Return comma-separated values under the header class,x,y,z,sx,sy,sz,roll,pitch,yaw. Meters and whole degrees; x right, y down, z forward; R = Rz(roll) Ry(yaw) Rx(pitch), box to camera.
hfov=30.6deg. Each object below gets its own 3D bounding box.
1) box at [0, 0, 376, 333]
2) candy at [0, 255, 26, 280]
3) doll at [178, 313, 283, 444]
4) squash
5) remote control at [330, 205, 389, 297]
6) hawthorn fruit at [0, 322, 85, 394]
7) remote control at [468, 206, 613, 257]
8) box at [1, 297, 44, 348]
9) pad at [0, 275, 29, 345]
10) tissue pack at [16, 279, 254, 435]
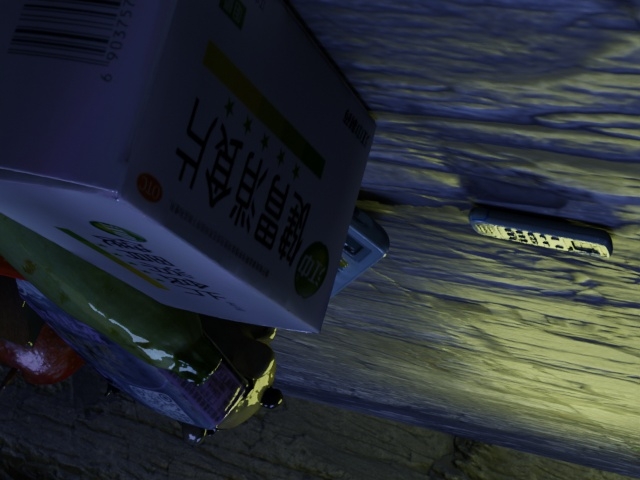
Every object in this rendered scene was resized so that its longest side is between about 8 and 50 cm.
class,x,y,z,sx,sy,sz,roll,pitch,yaw
box,-0.090,-0.064,0.757,0.145,0.173,0.333,11,167,23
candy,-0.254,-0.018,1.229,0.276,0.146,0.088,10,176,17
doll,-0.228,0.171,2.029,0.378,0.252,0.382,47,166,7
squash,-0.225,-0.014,1.026,0.370,0.118,0.118,44,166,0
remote control,-0.001,0.001,1.211,0.103,0.051,0.293,37,165,-2
hawthorn fruit,-0.501,0.152,2.144,0.231,0.262,0.235,-2,147,-22
remote control,0.191,-0.007,1.018,0.125,0.017,0.053,11,168,20
box,-0.519,0.057,1.835,0.274,0.178,0.138,11,167,24
pad,-0.405,-0.011,1.311,0.002,0.266,0.176,-30,152,14
tissue pack,-0.277,0.094,1.531,0.259,0.122,0.361,15,150,43
